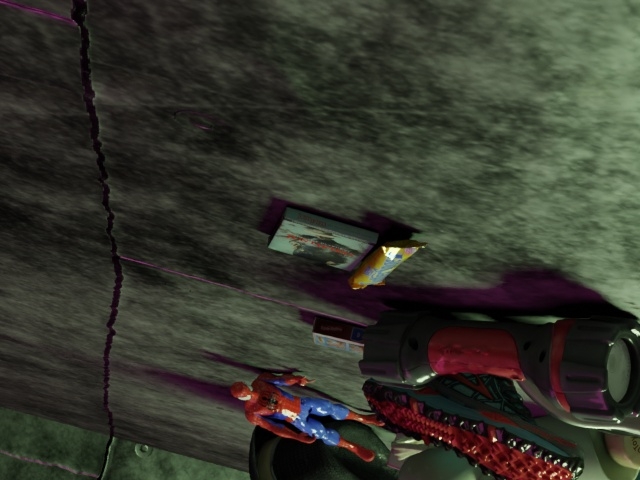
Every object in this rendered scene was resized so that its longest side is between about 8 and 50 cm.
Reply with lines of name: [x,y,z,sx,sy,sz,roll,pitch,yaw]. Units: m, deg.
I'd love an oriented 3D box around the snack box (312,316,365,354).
snack box: [0.079,0.127,1.596,0.178,0.022,0.064,13,165,6]

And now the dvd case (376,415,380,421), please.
dvd case: [0.235,0.304,2.071,0.253,0.022,0.180,22,162,-26]

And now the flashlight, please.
flashlight: [0.173,0.120,1.339,0.304,0.103,0.103,0,160,40]

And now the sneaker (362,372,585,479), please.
sneaker: [0.178,0.171,1.457,0.262,0.125,0.104,23,149,29]

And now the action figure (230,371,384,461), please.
action figure: [-0.004,0.265,2.027,0.280,0.091,0.139,23,169,-31]

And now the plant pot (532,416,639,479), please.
plant pot: [0.387,0.402,1.841,0.272,0.255,0.271,14,165,4]

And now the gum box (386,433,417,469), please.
gum box: [0.209,0.370,2.193,0.188,0.062,0.107,15,172,38]

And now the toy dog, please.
toy dog: [0.255,0.288,1.568,0.334,0.161,0.220,-12,178,-5]

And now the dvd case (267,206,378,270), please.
dvd case: [0.000,0.000,1.243,0.087,0.013,0.119,16,163,-6]

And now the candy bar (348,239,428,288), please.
candy bar: [0.059,0.020,1.237,0.040,0.018,0.161,-6,167,-13]

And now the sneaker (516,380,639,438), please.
sneaker: [0.287,0.171,1.458,0.217,0.079,0.121,21,168,-12]

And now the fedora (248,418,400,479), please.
fedora: [0.034,0.407,2.275,0.152,0.334,0.334,-32,140,27]
